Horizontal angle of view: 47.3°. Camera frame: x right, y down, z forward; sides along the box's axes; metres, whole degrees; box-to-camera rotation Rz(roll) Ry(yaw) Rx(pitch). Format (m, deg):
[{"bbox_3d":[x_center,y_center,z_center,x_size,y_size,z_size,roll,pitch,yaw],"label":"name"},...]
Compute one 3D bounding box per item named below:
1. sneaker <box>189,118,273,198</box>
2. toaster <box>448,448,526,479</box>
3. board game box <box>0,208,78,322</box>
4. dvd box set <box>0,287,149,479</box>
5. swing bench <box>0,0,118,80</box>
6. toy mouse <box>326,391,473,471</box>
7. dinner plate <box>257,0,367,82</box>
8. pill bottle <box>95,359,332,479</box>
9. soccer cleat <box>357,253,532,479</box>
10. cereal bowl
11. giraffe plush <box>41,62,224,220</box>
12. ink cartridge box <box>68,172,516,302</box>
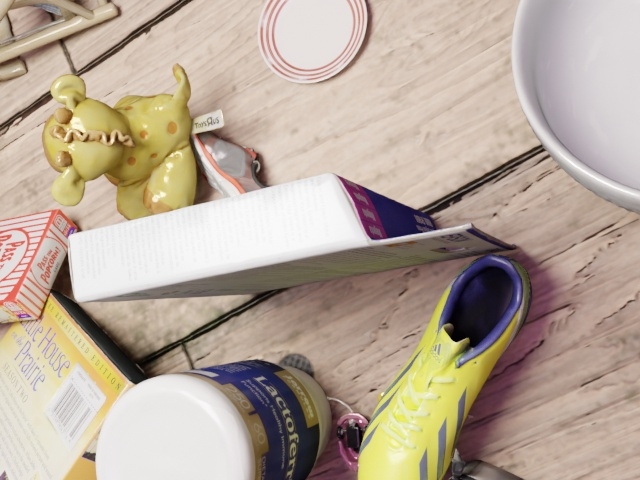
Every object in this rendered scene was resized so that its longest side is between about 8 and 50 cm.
[{"bbox_3d":[-0.109,-0.094,0.893,0.065,0.061,0.158,-30,68,-16],"label":"sneaker"},{"bbox_3d":[0.179,0.317,0.710,0.168,0.110,0.185,24,94,20],"label":"toaster"},{"bbox_3d":[-0.427,0.040,0.950,0.194,0.045,0.146,-9,48,21],"label":"board game box"},{"bbox_3d":[-0.372,0.280,0.823,0.308,0.062,0.420,25,79,49],"label":"dvd box set"},{"bbox_3d":[-0.449,-0.373,0.980,0.255,0.165,0.253,-24,78,22],"label":"swing bench"},{"bbox_3d":[0.072,0.230,0.799,0.161,0.031,0.143,16,90,21],"label":"toy mouse"},{"bbox_3d":[-0.010,-0.257,0.882,0.141,0.017,0.141,-2,84,19],"label":"dinner plate"},{"bbox_3d":[-0.088,0.200,0.737,0.153,0.265,0.153,-1,86,19],"label":"pill bottle"},{"bbox_3d":[0.114,0.137,0.717,0.093,0.121,0.289,28,80,23],"label":"soccer cleat"},{"bbox_3d":[0.355,-0.167,0.662,0.339,0.141,0.339,-6,73,22],"label":"cereal bowl"},{"bbox_3d":[-0.238,-0.107,0.836,0.210,0.170,0.181,-29,76,44],"label":"giraffe plush"},{"bbox_3d":[0.000,0.000,0.691,0.330,0.324,0.071,-12,83,19],"label":"ink cartridge box"}]
